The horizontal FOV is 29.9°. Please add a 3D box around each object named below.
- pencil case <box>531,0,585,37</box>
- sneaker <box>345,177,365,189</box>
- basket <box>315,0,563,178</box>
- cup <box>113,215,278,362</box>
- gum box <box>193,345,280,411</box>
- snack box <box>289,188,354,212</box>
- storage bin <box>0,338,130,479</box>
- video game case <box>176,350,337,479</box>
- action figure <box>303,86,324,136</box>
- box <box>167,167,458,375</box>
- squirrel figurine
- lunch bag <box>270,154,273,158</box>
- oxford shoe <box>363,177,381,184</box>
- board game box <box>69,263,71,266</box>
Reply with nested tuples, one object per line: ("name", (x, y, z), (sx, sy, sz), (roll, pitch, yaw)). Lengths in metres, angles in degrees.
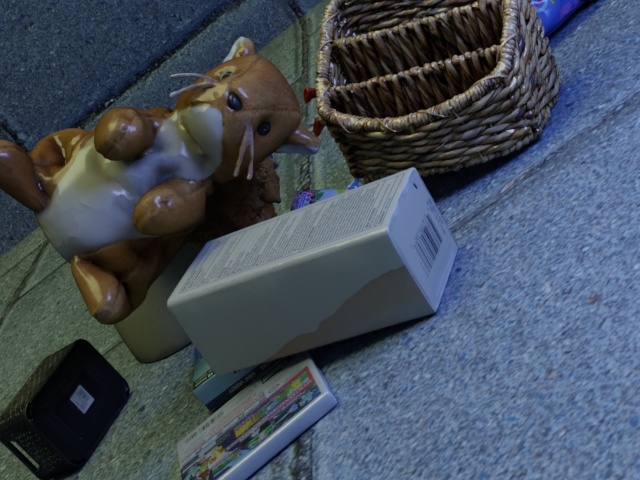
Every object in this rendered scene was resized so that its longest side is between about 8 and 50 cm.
("pencil case", (0.301, -0.337, 1.815), (0.306, 0.133, 0.119), (-43, -28, -13))
("sneaker", (0.006, -0.021, 1.698), (0.211, 0.081, 0.080), (-30, 20, 31))
("basket", (0.136, -0.225, 1.586), (0.299, 0.223, 0.213), (-8, 32, 32))
("cup", (-0.251, 0.000, 1.940), (0.331, 0.237, 0.331), (-37, 17, 13))
("gum box", (-0.098, 0.131, 1.599), (0.157, 0.041, 0.184), (-36, 18, 7))
("snack box", (0.000, 0.000, 1.590), (0.100, 0.037, 0.141), (1, 61, 26))
("storage bin", (-0.378, 0.248, 1.769), (0.084, 0.122, 0.180), (-28, 20, 36))
("video game case", (-0.078, 0.213, 1.379), (0.201, 0.023, 0.183), (-39, 16, 0))
("action figure", (0.114, -0.221, 1.908), (0.280, 0.091, 0.139), (-14, -12, -9))
("box", (-0.010, 0.040, 1.417), (0.311, 0.121, 0.148), (-18, 25, 30))
("squirrel figurine", (-0.187, -0.104, 1.630), (0.370, 0.281, 0.397), (-39, -10, 6))
("lunch bag", (-0.170, -0.151, 2.424), (0.129, 0.096, 0.151), (-44, 2, -3))
("oxford shoe", (0.131, -0.142, 1.763), (0.076, 0.076, 0.212), (-10, 33, 45))
("board game box", (-0.276, -0.024, 2.166), (0.317, 0.046, 0.213), (-38, -26, 7))
